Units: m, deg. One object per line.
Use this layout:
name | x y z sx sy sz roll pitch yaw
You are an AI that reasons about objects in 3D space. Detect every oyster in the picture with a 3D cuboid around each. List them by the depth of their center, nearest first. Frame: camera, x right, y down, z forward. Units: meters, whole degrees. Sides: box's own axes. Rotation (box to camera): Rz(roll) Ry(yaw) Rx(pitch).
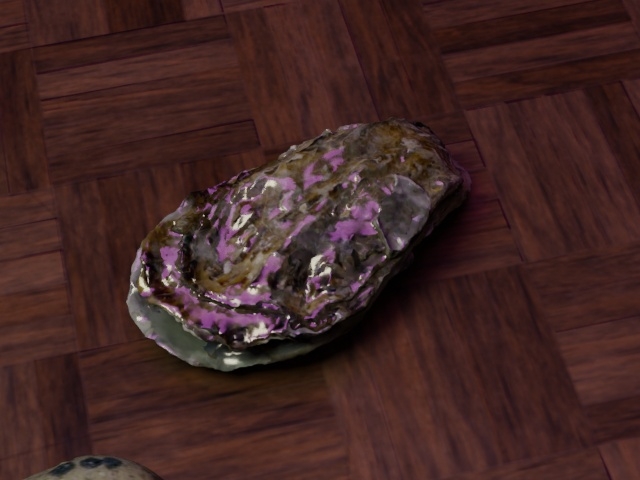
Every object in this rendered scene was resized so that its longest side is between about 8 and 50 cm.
oyster | 0.002 -0.005 1.396 0.351 0.158 0.162 -27 95 -28

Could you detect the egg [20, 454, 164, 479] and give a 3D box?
egg | -0.183 0.231 1.185 0.181 0.141 0.141 -13 49 -12
